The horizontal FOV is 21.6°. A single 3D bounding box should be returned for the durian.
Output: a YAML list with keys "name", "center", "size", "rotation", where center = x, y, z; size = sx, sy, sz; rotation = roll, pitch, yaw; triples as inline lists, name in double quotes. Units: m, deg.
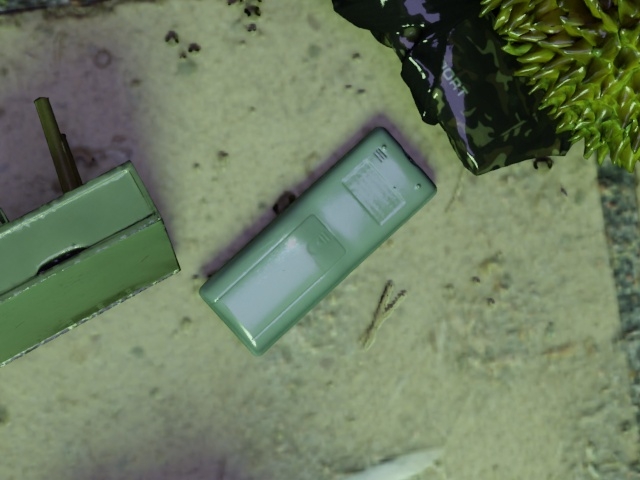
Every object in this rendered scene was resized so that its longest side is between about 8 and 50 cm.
- name: "durian"
  center: [0.226, -0.162, 1.002]
  size: [0.291, 0.225, 0.291]
  rotation: [-4, 59, 7]

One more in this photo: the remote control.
- name: "remote control"
  center: [0.000, 0.000, 1.071]
  size: [0.162, 0.029, 0.061]
  rotation: [-43, 97, -6]

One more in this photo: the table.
- name: "table"
  center: [-0.218, 0.014, 1.000]
  size: [0.240, 0.121, 0.111]
  rotation: [-28, 76, -8]

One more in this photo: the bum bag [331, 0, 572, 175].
- name: "bum bag"
  center: [0.072, -0.142, 1.061]
  size: [0.248, 0.069, 0.102]
  rotation: [47, 46, -5]
